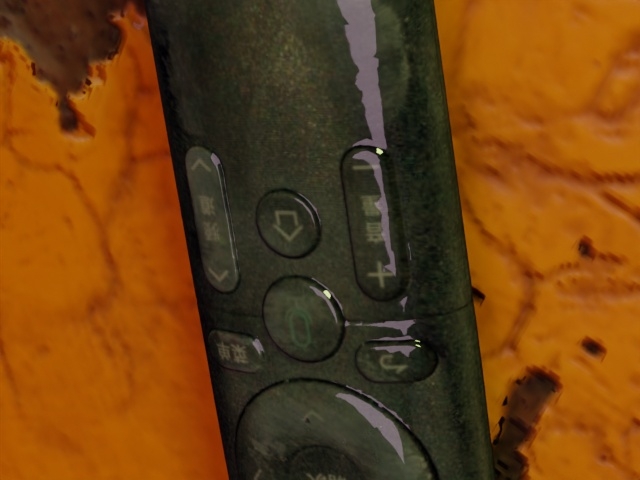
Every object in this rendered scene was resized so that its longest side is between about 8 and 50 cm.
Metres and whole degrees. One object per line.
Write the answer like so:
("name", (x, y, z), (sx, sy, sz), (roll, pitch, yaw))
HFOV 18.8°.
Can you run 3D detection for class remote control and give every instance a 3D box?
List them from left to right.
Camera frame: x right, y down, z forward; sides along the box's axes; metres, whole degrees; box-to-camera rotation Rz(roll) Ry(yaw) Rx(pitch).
("remote control", (0.000, 0.000, 0.657), (0.107, 0.044, 0.377), (4, 111, 34))
